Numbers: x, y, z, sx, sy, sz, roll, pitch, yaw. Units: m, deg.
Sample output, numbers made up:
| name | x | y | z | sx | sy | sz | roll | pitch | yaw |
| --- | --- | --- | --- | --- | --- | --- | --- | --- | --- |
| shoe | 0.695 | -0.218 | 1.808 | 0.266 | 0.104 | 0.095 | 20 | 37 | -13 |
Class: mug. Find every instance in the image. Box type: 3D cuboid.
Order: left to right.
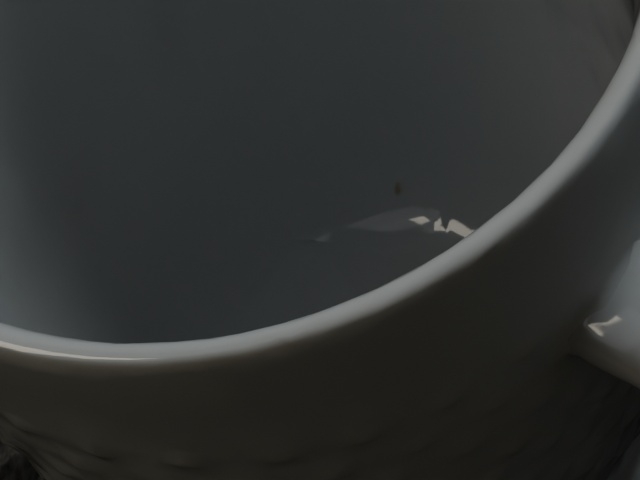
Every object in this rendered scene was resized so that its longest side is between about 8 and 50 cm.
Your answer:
| name | x | y | z | sx | sy | sz | roll | pitch | yaw |
| --- | --- | --- | --- | --- | --- | --- | --- | --- | --- |
| mug | 0.037 | 0.014 | 0.613 | 0.374 | 0.328 | 0.276 | 29 | 71 | 26 |
